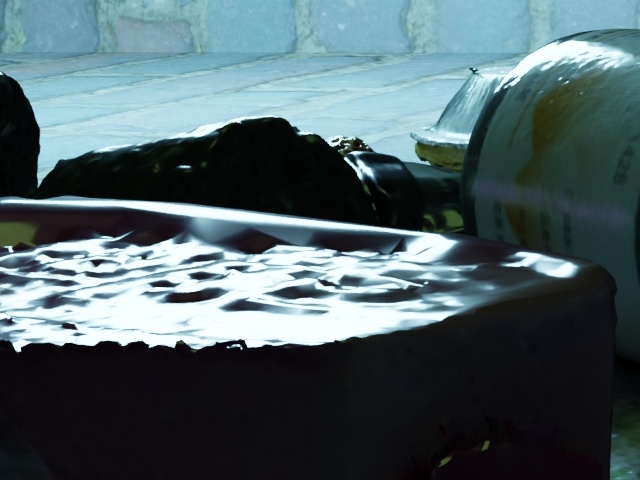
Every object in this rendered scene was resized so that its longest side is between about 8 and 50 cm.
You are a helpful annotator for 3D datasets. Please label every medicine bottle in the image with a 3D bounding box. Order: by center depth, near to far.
[{"bbox_3d":[0.196,-0.013,0.897,0.165,0.165,0.273,-7,10,-25],"label":"medicine bottle"}]

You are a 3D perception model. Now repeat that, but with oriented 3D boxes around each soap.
[{"bbox_3d":[-0.064,0.064,0.629,0.325,0.127,0.220,7,15,39],"label":"soap"}]

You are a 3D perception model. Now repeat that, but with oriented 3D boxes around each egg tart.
[{"bbox_3d":[0.191,-0.105,1.662,0.234,0.094,0.234,-4,9,1],"label":"egg tart"}]

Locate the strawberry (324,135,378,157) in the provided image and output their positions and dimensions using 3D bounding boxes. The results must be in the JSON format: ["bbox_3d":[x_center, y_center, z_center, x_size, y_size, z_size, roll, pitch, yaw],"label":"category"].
[{"bbox_3d":[0.006,-0.026,1.279,0.096,0.083,0.083,-13,12,-14],"label":"strawberry"}]

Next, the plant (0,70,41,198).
[{"bbox_3d":[-0.319,-0.017,1.049,0.321,0.194,0.181,3,-2,6],"label":"plant"}]

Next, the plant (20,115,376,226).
[{"bbox_3d":[-0.069,0.022,0.843,0.142,0.131,0.203,-15,4,-34],"label":"plant"}]

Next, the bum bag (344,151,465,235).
[{"bbox_3d":[0.000,0.000,1.084,0.340,0.095,0.144,-9,27,-30],"label":"bum bag"}]
